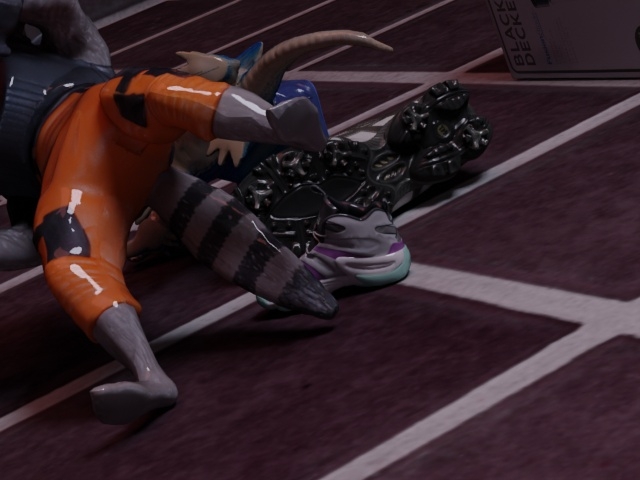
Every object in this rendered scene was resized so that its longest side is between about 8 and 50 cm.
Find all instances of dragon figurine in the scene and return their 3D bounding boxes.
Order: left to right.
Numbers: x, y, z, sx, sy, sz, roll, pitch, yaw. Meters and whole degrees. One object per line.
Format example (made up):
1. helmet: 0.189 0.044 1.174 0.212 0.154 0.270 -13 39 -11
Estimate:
1. dragon figurine: -0.062 -0.080 1.228 0.289 0.085 0.144 -37 -8 25

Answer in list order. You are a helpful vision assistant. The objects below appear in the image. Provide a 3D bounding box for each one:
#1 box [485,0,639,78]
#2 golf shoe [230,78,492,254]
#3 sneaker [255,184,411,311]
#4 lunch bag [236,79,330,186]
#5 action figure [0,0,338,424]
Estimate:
1. box: 0.234 -0.211 1.343 0.087 0.169 0.290 -30 20 -25
2. golf shoe: 0.021 -0.038 1.218 0.198 0.077 0.094 -23 -2 -19
3. sneaker: 0.000 0.000 1.084 0.098 0.069 0.038 -18 15 7
4. lunch bag: -0.036 -0.072 1.315 0.065 0.098 0.067 -24 12 -28
5. action figure: -0.157 -0.008 1.096 0.178 0.341 0.330 10 18 -41
